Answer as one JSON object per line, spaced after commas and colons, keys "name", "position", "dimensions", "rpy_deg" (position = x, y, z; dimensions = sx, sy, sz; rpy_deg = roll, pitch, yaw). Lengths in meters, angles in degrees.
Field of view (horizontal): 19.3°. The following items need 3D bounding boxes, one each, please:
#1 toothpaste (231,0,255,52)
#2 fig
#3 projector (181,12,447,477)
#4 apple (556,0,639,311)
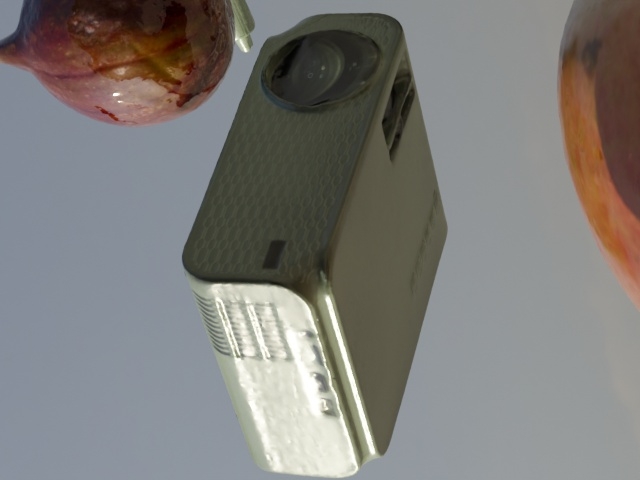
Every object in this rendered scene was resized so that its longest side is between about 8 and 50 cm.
{"name": "toothpaste", "position": [-0.120, -0.299, 2.116], "dimensions": [0.041, 0.064, 0.218], "rpy_deg": [-52, -44, -28]}
{"name": "fig", "position": [-0.170, -0.159, 1.428], "dimensions": [0.175, 0.207, 0.175], "rpy_deg": [-16, -90, -88]}
{"name": "projector", "position": [0.000, 0.000, 1.255], "dimensions": [0.198, 0.108, 0.250], "rpy_deg": [74, -154, -45]}
{"name": "apple", "position": [0.303, -0.079, 0.973], "dimensions": [0.364, 0.364, 0.364], "rpy_deg": [57, -160, -33]}
